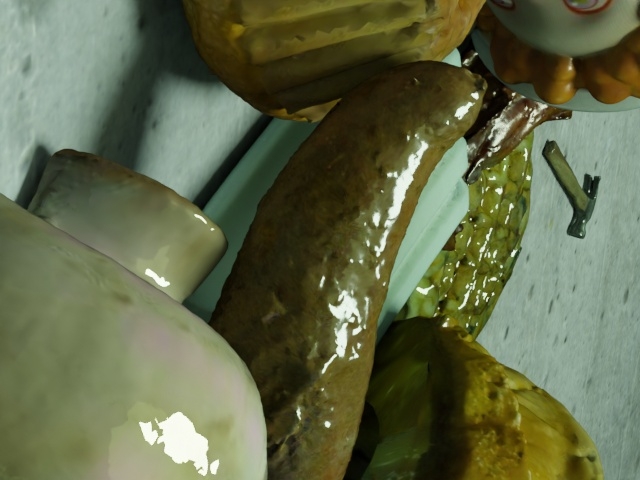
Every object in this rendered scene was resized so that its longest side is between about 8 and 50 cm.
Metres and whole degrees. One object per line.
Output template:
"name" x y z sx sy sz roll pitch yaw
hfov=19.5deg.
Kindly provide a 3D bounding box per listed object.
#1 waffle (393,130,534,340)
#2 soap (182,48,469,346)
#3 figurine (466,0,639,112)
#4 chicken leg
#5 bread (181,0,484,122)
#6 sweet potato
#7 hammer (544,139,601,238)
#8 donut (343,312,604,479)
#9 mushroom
"waffle" 0.122 0.004 1.516 0.223 0.054 0.204 -48 147 -43
"soap" 0.000 0.000 1.193 0.265 0.087 0.160 -55 150 -36
"figurine" 0.174 -0.257 1.234 0.382 0.224 0.205 72 38 -54
"chicken leg" 0.134 -0.095 1.419 0.113 0.093 0.304 50 53 -21
"bread" 0.027 -0.194 1.047 0.274 0.149 0.274 -35 130 -56
"sweet potato" -0.011 0.059 1.010 0.114 0.092 0.341 9 106 -31
"hammer" 0.241 -0.059 1.788 0.062 0.017 0.182 -68 156 -12
"donut" 0.030 0.198 1.192 0.160 0.330 0.330 42 63 -31
"mushroom" -0.115 0.065 0.887 0.236 0.162 0.173 -65 158 -21
